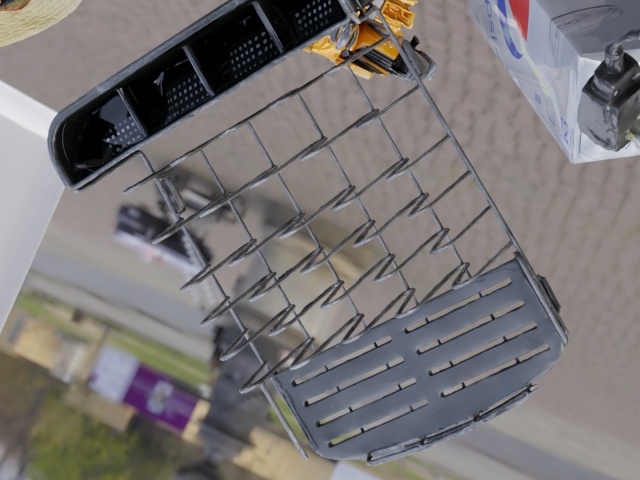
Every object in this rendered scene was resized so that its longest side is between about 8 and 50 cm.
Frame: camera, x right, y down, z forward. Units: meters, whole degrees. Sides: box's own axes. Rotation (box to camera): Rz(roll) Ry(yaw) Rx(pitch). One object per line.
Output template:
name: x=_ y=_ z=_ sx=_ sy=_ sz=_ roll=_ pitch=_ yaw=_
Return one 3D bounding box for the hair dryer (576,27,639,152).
hair dryer: x=0.228 y=-0.141 z=0.783 sx=0.223 sy=0.080 sz=0.294 roll=15 pitch=143 yaw=24

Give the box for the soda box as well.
soda box: x=0.196 y=-0.168 z=1.274 sx=0.098 sy=0.091 sz=0.286 roll=-7 pitch=-148 yaw=-8

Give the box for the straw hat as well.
straw hat: x=-0.237 y=-0.182 z=1.141 sx=0.144 sy=0.144 sz=0.061 roll=102 pitch=148 yaw=-82

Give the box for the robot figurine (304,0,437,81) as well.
robot figurine: x=-0.007 y=-0.211 z=1.391 sx=0.211 sy=0.085 sz=0.291 roll=22 pitch=-169 yaw=-18

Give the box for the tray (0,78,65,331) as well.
tray: x=-0.337 y=-0.019 z=1.569 sx=0.145 sy=0.270 sz=0.030 roll=30 pitch=166 yaw=-34

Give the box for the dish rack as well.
dish rack: x=0.000 y=0.000 z=0.905 sx=0.272 sy=0.208 sz=0.074 roll=59 pitch=-149 yaw=-5
